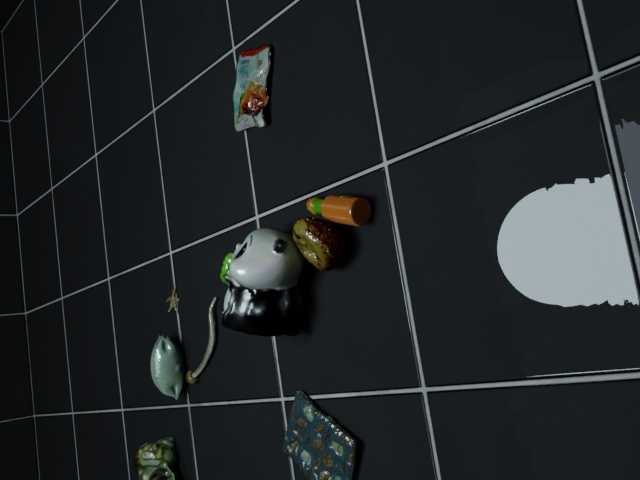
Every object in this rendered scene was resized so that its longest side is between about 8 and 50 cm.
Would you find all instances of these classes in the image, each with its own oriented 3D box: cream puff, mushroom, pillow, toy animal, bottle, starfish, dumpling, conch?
[{"bbox_3d":[0.000,0.000,1.598,0.149,0.084,0.149,40,155,24],"label":"cream puff"},{"bbox_3d":[-0.350,0.318,2.059,0.068,0.043,0.306,29,113,17],"label":"mushroom"},{"bbox_3d":[-0.005,0.511,1.667,0.255,0.034,0.189,29,112,45],"label":"pillow"},{"bbox_3d":[-0.149,0.100,1.691,0.212,0.212,0.267,10,99,48],"label":"toy animal"},{"bbox_3d":[0.035,-0.076,1.586,0.187,0.069,0.069,11,99,49],"label":"bottle"},{"bbox_3d":[-0.488,0.196,2.227,0.092,0.016,0.086,2,90,51],"label":"starfish"},{"bbox_3d":[-0.487,0.406,2.181,0.104,0.149,0.217,-15,84,9],"label":"dumpling"},{"bbox_3d":[-0.524,0.744,2.205,0.187,0.124,0.182,22,98,21],"label":"conch"}]

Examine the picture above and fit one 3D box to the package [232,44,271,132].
[{"bbox_3d":[-0.193,-0.416,1.863,0.166,0.040,0.232,8,96,49],"label":"package"}]
